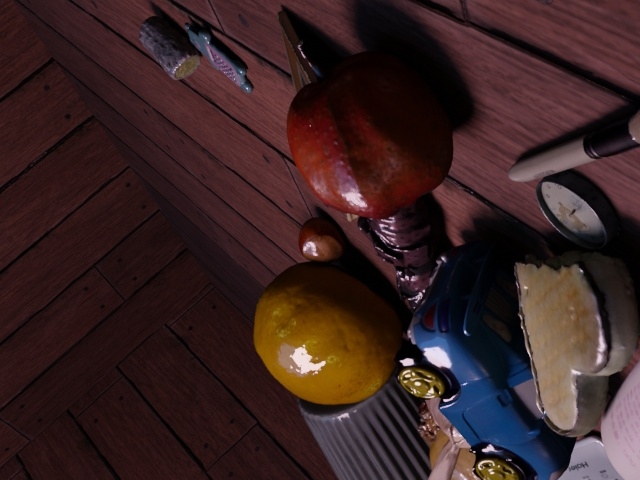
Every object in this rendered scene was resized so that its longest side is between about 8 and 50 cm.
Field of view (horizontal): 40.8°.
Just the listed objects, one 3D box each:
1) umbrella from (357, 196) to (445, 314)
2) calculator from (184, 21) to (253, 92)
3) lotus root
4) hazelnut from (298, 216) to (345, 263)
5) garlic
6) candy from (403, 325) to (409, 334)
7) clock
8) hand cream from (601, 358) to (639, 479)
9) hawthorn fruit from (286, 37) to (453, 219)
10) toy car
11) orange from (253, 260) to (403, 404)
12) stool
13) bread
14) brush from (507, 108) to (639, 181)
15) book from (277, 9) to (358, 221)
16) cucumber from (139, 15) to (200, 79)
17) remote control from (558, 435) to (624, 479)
[{"bbox_3d":[0.114,0.005,1.097,0.090,0.094,0.326,17,150,40],"label":"umbrella"},{"bbox_3d":[-0.156,-0.279,1.303,0.141,0.019,0.094,43,169,20],"label":"calculator"},{"bbox_3d":[0.297,0.417,1.524,0.342,0.151,0.169,44,124,11],"label":"lotus root"},{"bbox_3d":[0.000,0.000,1.497,0.086,0.086,0.086,45,167,13],"label":"hazelnut"},{"bbox_3d":[0.217,0.264,1.253,0.218,0.212,0.218,38,165,13],"label":"garlic"},{"bbox_3d":[0.235,0.244,1.481,0.323,0.097,0.097,48,171,42],"label":"candy"},{"bbox_3d":[0.231,-0.027,0.779,0.085,0.017,0.085,45,167,14],"label":"clock"},{"bbox_3d":[0.337,0.120,0.706,0.185,0.118,0.359,49,161,20],"label":"hand cream"},{"bbox_3d":[0.037,-0.118,0.850,0.194,0.157,0.157,54,166,-8],"label":"hawthorn fruit"},{"bbox_3d":[0.224,0.146,0.996,0.166,0.198,0.314,-20,118,42],"label":"toy car"},{"bbox_3d":[0.011,0.167,1.542,0.279,0.235,0.279,36,178,1],"label":"orange"},{"bbox_3d":[0.137,0.389,1.737,0.330,0.297,0.297,58,164,-21],"label":"stool"},{"bbox_3d":[0.245,0.082,0.842,0.172,0.064,0.232,-112,16,-44],"label":"bread"},{"bbox_3d":[0.211,-0.076,0.682,0.042,0.039,0.299,53,170,-5],"label":"brush"},{"bbox_3d":[0.000,-0.147,1.069,0.242,0.018,0.170,74,172,-64],"label":"book"},{"bbox_3d":[-0.247,-0.316,1.399,0.112,0.064,0.064,47,168,18],"label":"cucumber"},{"bbox_3d":[0.433,0.393,1.233,0.293,0.103,0.051,52,-148,-13],"label":"remote control"}]
